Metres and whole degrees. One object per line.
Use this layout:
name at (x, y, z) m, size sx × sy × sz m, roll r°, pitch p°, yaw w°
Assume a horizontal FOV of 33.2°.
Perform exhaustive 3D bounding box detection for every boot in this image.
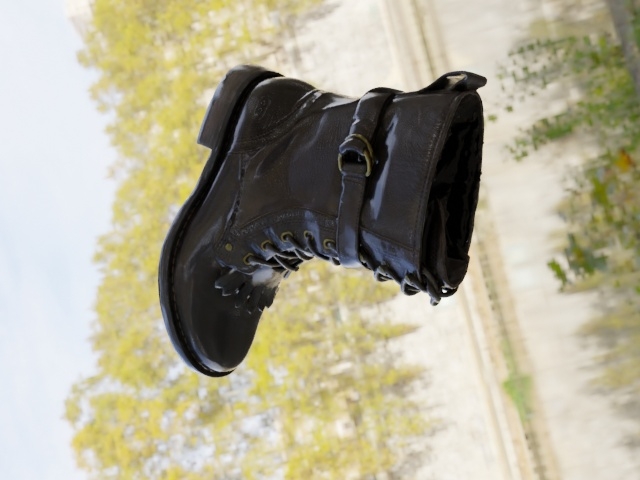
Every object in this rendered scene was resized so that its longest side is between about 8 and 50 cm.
boot at (0.000, 0.000, 0.740) m, size 0.091 × 0.229 × 0.263 m, roll 0°, pitch -75°, yaw -46°
